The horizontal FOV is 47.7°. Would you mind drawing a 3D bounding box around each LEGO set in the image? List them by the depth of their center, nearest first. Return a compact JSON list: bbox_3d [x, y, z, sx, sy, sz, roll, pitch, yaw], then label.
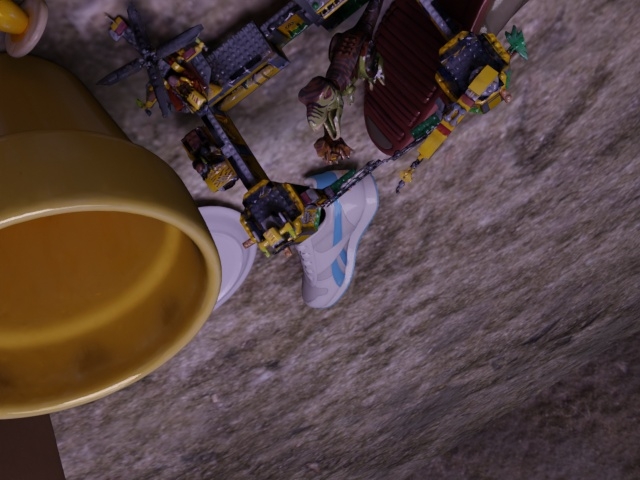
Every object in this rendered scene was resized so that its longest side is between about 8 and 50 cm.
[{"bbox_3d":[-0.008,-0.141,0.606,0.331,0.255,0.192,-27,175,15],"label":"LEGO set"}]

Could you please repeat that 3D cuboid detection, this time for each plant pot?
[{"bbox_3d":[-0.240,-0.022,0.602,0.254,0.239,0.254,-20,146,-15],"label":"plant pot"}]

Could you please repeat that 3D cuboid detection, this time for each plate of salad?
[{"bbox_3d":[-0.170,0.033,0.899,0.199,0.048,0.200,-26,142,-23],"label":"plate of salad"}]

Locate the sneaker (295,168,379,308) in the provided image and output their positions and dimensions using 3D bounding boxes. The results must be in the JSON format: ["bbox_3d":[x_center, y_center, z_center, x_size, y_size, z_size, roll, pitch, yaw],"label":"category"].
[{"bbox_3d":[0.000,0.000,0.961,0.092,0.087,0.229,-3,131,-23],"label":"sneaker"}]

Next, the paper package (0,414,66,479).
[{"bbox_3d":[-0.391,0.167,0.658,0.168,0.325,0.309,-29,145,-3],"label":"paper package"}]

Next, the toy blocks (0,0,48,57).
[{"bbox_3d":[-0.252,-0.211,0.514,0.123,0.054,0.148,-42,144,19],"label":"toy blocks"}]

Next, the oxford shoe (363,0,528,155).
[{"bbox_3d":[0.157,-0.230,0.743,0.130,0.123,0.348,-9,142,-37],"label":"oxford shoe"}]
